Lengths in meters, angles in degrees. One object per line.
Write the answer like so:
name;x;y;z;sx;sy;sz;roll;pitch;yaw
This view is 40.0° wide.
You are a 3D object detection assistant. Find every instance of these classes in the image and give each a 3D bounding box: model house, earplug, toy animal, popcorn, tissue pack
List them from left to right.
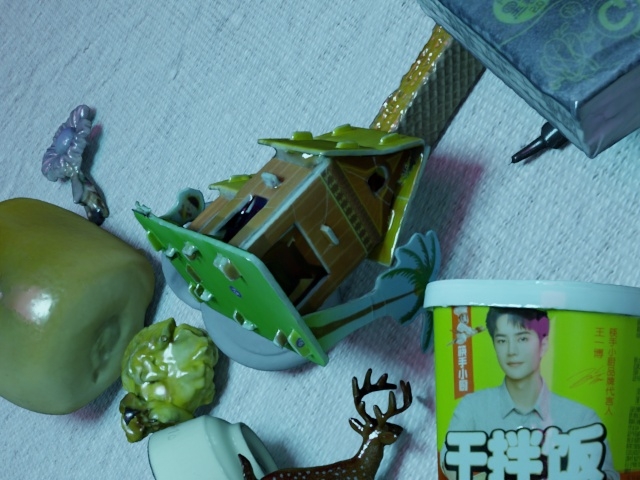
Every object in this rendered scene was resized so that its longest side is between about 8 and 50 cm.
popcorn;-0.240;0.231;1.431;0.168;0.173;0.195;-19;52;9
earplug;-0.111;0.060;1.374;0.325;0.175;0.214;38;97;31
model house;0.000;0.000;1.211;0.323;0.340;0.300;-47;36;-19
toy animal;0.020;0.314;1.166;0.087;0.243;0.260;-157;61;-68
tissue pack;0.308;-0.312;1.054;0.288;0.124;0.394;-36;50;1

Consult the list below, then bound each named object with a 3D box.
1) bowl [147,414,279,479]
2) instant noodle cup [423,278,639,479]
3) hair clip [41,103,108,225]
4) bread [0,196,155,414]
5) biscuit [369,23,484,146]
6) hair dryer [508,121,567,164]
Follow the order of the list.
bowl;-0.133;0.345;1.255;0.126;0.238;0.238;-34;53;1
instant noodle cup;0.251;0.208;0.966;0.293;0.294;0.308;-1;82;39
hair clip;-0.512;-0.156;1.830;0.173;0.069;0.300;-44;52;20
bread;-0.524;0.109;1.595;0.376;0.253;0.348;27;91;33
biscuit;0.172;-0.235;1.280;0.379;0.094;0.054;-57;43;8
hair dryer;0.358;-0.139;1.114;0.271;0.091;0.236;-32;50;43
